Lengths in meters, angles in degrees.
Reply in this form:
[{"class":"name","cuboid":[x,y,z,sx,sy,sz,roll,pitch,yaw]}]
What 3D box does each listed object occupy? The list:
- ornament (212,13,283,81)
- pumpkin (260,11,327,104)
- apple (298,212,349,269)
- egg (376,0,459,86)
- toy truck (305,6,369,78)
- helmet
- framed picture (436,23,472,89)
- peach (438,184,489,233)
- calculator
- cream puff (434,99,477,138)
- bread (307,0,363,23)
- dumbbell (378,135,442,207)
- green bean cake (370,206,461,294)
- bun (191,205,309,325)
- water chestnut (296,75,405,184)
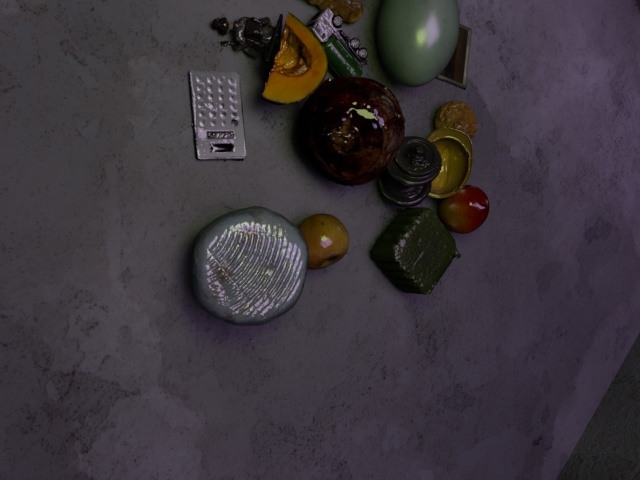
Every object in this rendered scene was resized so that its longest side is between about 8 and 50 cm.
[{"class":"ornament","cuboid":[-0.223,-0.600,1.524,0.195,0.153,0.167,17,80,-7]},{"class":"pumpkin","cuboid":[-0.061,-0.506,1.545,0.169,0.148,0.313,13,75,1]},{"class":"apple","cuboid":[0.000,0.000,1.619,0.182,0.182,0.155,-13,68,-31]},{"class":"egg","cuboid":[0.327,-0.714,1.738,0.275,0.276,0.390,8,86,-31]},{"class":"toy truck","cuboid":[0.052,-0.624,1.678,0.125,0.101,0.242,-50,117,-8]},{"class":"helmet","cuboid":[0.453,-0.288,1.896,0.205,0.140,0.257,17,107,8]},{"class":"framed picture","cuboid":[0.513,-0.737,2.006,0.196,0.014,0.253,8,87,-32]},{"class":"peach","cuboid":[0.546,-0.122,1.933,0.197,0.197,0.198,-1,91,-32]},{"class":"calculator","cuboid":[-0.300,-0.362,1.508,0.161,0.021,0.262,-8,95,-31]},{"class":"cream puff","cuboid":[0.516,-0.437,1.948,0.188,0.129,0.189,2,87,-31]},{"class":"bread","cuboid":[-0.014,-0.800,1.643,0.367,0.077,0.084,16,81,-32]},{"class":"dumbbell","cuboid":[0.301,-0.232,1.748,0.191,0.290,0.192,1,68,-3]},{"class":"green bean cake","cuboid":[0.335,0.036,1.827,0.247,0.156,0.250,46,68,-22]},{"class":"bun","cuboid":[-0.209,0.070,1.469,0.354,0.194,0.355,0,89,-24]},{"class":"water chestnut","cuboid":[0.092,-0.355,1.609,0.349,0.302,0.351,-1,120,-2]}]
